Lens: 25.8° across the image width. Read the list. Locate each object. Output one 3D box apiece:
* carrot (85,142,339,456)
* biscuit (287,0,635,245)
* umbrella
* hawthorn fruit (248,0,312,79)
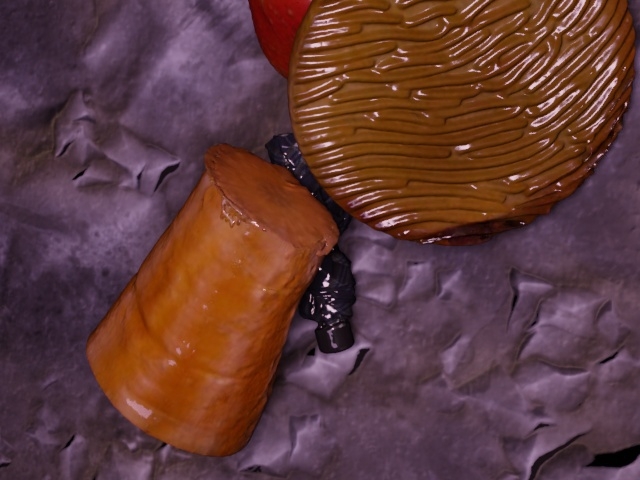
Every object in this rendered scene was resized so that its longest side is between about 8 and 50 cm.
[{"bbox_3d":[-0.090,0.053,1.335,0.196,0.196,0.254,40,114,15],"label":"carrot"},{"bbox_3d":[0.127,-0.139,1.224,0.318,0.040,0.318,-6,117,-11],"label":"biscuit"},{"bbox_3d":[0.002,0.000,1.375,0.071,0.080,0.224,-12,94,-12],"label":"umbrella"},{"bbox_3d":[0.005,-0.242,1.264,0.196,0.225,0.197,-9,71,29],"label":"hawthorn fruit"}]
